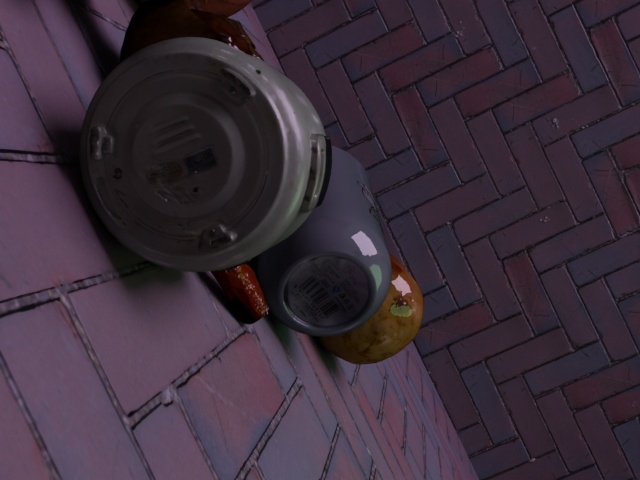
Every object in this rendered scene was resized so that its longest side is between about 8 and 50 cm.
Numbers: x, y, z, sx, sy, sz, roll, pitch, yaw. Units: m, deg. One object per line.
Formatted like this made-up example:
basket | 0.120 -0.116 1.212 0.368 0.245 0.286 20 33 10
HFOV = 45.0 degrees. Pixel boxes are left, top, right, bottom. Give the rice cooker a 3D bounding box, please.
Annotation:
rice cooker | -0.100 -0.079 0.764 0.226 0.226 0.244 64 6 -3

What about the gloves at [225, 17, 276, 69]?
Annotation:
gloves | -0.135 -0.254 1.351 0.154 0.141 0.331 53 14 -60

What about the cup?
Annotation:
cup | 0.000 0.000 1.207 0.205 0.205 0.312 60 10 -29

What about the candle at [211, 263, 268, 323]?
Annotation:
candle | -0.109 0.043 0.932 0.053 0.048 0.162 -60 147 -26

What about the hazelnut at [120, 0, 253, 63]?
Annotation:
hazelnut | -0.160 -0.211 0.941 0.170 0.160 0.201 106 -25 -47

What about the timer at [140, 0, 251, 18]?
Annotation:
timer | -0.204 -0.459 1.228 0.229 0.215 0.229 -16 90 -86

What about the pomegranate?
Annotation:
pomegranate | 0.087 0.116 1.383 0.215 0.215 0.215 62 8 -16
